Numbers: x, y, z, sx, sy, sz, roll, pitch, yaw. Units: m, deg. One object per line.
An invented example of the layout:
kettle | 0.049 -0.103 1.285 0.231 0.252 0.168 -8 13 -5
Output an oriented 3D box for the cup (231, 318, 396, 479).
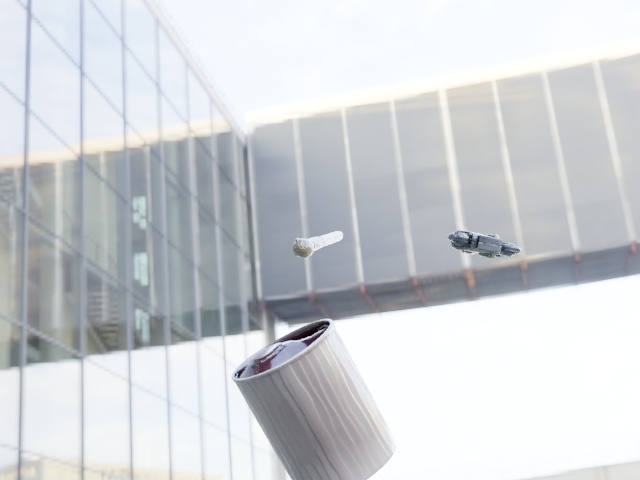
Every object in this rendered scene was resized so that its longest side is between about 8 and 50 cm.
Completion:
cup | -0.023 0.302 1.831 0.208 0.273 0.288 -32 7 -24

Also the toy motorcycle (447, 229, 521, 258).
toy motorcycle | 0.393 0.010 2.487 0.194 0.061 0.124 11 -4 -13

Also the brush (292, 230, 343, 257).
brush | 0.000 0.000 2.120 0.042 0.039 0.299 8 10 15
